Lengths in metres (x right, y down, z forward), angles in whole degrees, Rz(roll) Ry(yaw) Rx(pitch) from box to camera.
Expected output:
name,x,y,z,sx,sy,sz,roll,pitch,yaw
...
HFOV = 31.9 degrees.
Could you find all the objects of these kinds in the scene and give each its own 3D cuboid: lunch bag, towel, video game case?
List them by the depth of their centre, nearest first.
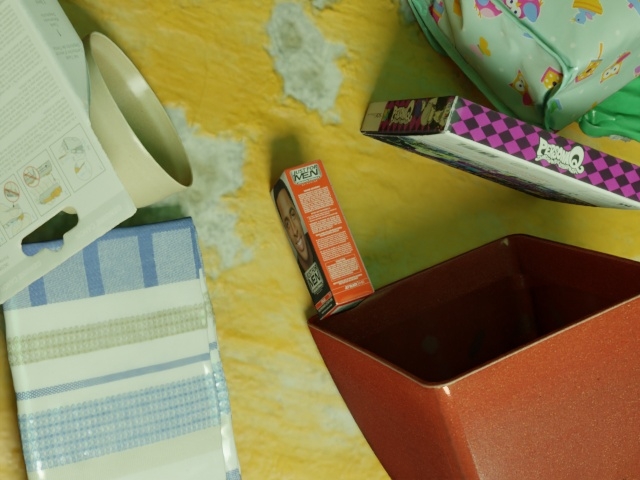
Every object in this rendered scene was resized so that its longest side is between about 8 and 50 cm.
name,x,y,z,sx,sy,sz,roll,pitch,yaw
towel,-0.184,0.130,1.041,0.209,0.034,0.284,-11,92,-33
video game case,0.182,-0.086,1.111,0.232,0.210,0.041,18,89,-19
lunch bag,0.226,-0.266,1.159,0.223,0.160,0.262,-35,68,-18

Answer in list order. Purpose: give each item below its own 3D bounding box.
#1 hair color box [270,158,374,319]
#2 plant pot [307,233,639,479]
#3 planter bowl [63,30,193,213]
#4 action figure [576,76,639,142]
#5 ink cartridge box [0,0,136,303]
name,x,y,z,sx,sy,sz,roll,pitch,yaw
hair color box,0.000,0.000,1.096,0.043,0.072,0.141,-18,78,-19
plant pot,0.182,0.162,1.094,0.267,0.267,0.235,-22,107,-20
planter bowl,-0.203,-0.090,1.006,0.109,0.162,0.162,-31,100,7
action figure,0.356,-0.151,1.258,0.232,0.063,0.137,1,90,-25
ink cartridge box,-0.259,-0.090,0.945,0.232,0.189,0.066,58,30,-3
